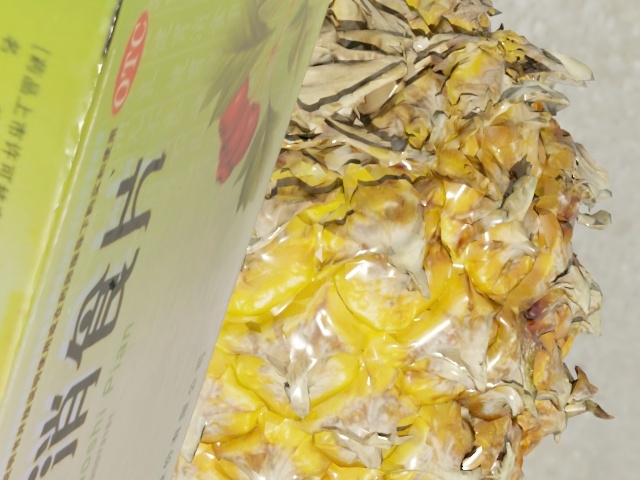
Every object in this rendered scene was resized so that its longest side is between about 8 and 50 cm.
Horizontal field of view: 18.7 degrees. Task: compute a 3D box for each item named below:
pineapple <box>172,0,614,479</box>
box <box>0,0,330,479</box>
[{"bbox_3d":[0.001,0.002,1.087,0.352,0.352,0.300,12,135,13],"label":"pineapple"},{"bbox_3d":[-0.078,0.028,0.516,0.062,0.260,0.175,24,-161,11],"label":"box"}]
